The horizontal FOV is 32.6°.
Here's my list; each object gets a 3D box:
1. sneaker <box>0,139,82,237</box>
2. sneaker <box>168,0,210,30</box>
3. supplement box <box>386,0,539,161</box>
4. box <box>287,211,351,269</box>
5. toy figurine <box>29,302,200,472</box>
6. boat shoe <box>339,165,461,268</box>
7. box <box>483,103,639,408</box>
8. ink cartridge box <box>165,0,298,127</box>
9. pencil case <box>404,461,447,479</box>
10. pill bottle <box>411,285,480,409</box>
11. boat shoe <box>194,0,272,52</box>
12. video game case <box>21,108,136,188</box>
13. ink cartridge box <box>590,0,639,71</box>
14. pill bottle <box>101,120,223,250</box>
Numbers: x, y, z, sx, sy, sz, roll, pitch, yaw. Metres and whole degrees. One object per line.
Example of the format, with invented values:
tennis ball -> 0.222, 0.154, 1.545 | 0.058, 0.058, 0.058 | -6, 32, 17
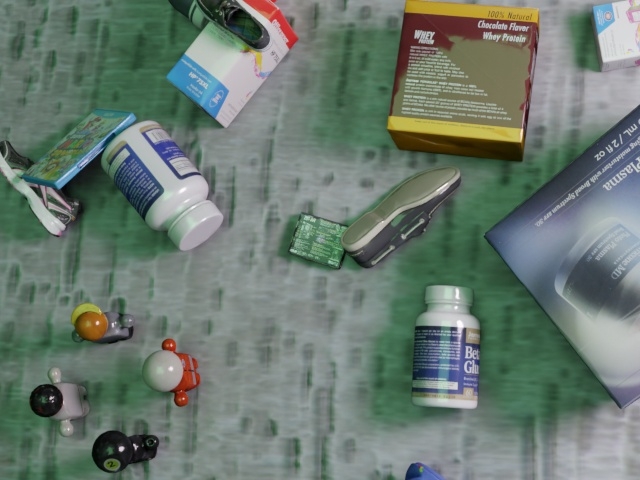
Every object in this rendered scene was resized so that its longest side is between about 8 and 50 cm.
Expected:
sneaker -> -0.442, -0.092, 1.735 | 0.077, 0.072, 0.178 | -38, 84, -9
sneaker -> -0.133, -0.491, 1.696 | 0.127, 0.126, 0.321 | 39, 92, 9
supplement box -> 0.210, -0.230, 1.585 | 0.191, 0.129, 0.194 | 7, 83, 12
box -> 0.000, 0.000, 1.648 | 0.083, 0.018, 0.067 | 16, 85, 13
toy figurine -> -0.305, 0.216, 1.610 | 0.209, 0.148, 0.213 | 33, 89, 14
boat shoe -> 0.126, -0.034, 1.619 | 0.206, 0.075, 0.065 | -35, 119, -1
box -> 0.433, 0.012, 1.441 | 0.296, 0.182, 0.294 | -42, 76, 20
ink cartridge box -> -0.116, -0.296, 1.658 | 0.078, 0.134, 0.231 | 39, 91, 15
pencil case -> 0.078, 0.435, 1.494 | 0.306, 0.133, 0.119 | -45, 120, -7
pill bottle -> 0.179, 0.151, 1.550 | 0.094, 0.094, 0.169 | 2, 82, 12
boat shoe -> -0.126, -0.324, 1.573 | 0.142, 0.040, 0.049 | 38, 90, 14
video game case -> -0.372, -0.143, 1.681 | 0.166, 0.015, 0.119 | -47, 33, -23
ink cartridge box -> 0.461, -0.303, 1.585 | 0.122, 0.052, 0.089 | -9, 79, 9
pill bottle -> -0.236, -0.080, 1.661 | 0.112, 0.112, 0.187 | -40, 76, 3
